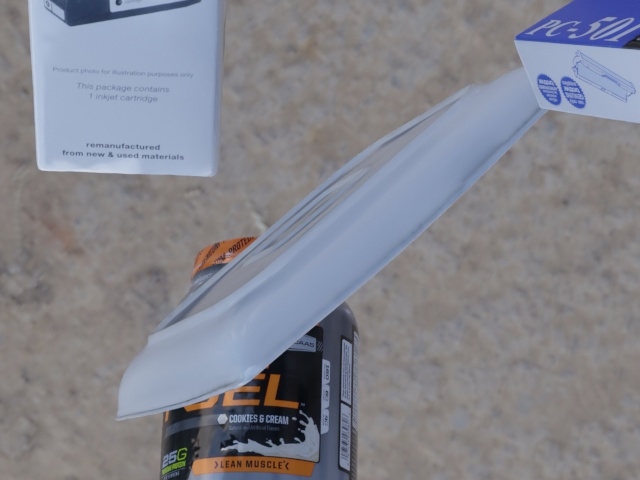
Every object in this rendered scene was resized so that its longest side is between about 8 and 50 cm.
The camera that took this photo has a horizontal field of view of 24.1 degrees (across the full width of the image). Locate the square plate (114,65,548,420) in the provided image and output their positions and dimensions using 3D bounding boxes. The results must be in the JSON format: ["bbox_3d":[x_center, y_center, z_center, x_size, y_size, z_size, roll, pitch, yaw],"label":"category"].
[{"bbox_3d":[0.000,0.000,1.127,0.049,0.347,0.344,51,157,-6],"label":"square plate"}]

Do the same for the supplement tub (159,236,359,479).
[{"bbox_3d":[-0.058,0.168,1.473,0.194,0.316,0.193,1,157,0],"label":"supplement tub"}]

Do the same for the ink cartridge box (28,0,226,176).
[{"bbox_3d":[-0.162,-0.296,1.291,0.166,0.285,0.394,1,127,-5],"label":"ink cartridge box"}]

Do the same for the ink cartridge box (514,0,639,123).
[{"bbox_3d":[0.191,-0.094,0.706,0.207,0.097,0.046,21,140,63],"label":"ink cartridge box"}]
